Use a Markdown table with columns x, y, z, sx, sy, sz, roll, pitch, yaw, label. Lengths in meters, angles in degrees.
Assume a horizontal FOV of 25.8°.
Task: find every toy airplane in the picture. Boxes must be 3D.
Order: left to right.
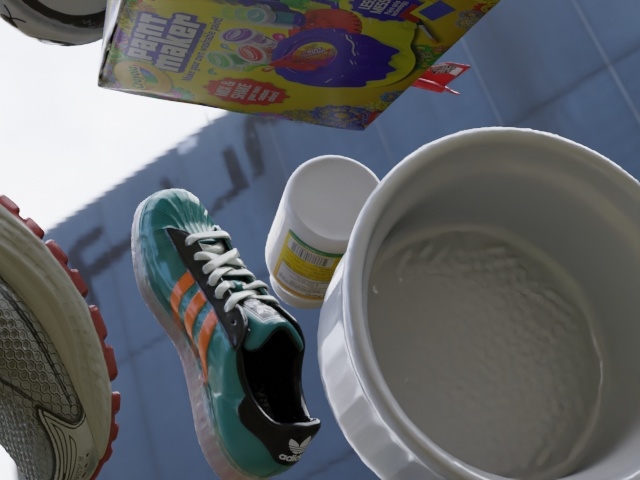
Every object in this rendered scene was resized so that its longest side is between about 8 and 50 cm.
| x | y | z | sx | sy | sz | roll | pitch | yaw | label |
| --- | --- | --- | --- | --- | --- | --- | --- | --- | --- |
| 0.063 | -0.152 | 1.252 | 0.151 | 0.151 | 0.028 | 11 | -89 | -34 | toy airplane |

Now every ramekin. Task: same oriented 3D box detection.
| x | y | z | sx | sy | sz | roll | pitch | yaw | label |
| --- | --- | --- | --- | --- | --- | --- | --- | --- | --- |
| 0.130 | 0.069 | 1.012 | 0.277 | 0.277 | 0.135 | -4 | -20 | -19 | ramekin |

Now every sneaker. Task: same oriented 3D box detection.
| x | y | z | sx | sy | sz | roll | pitch | yaw | label |
| --- | --- | --- | --- | --- | --- | --- | --- | --- | --- |
| -0.163 | 0.012 | 0.505 | 0.225 | 0.093 | 0.088 | 50 | -36 | -13 | sneaker |
| -0.079 | 0.072 | 1.305 | 0.108 | 0.302 | 0.121 | -5 | -24 | -46 | sneaker |

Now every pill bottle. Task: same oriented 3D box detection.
| x | y | z | sx | sy | sz | roll | pitch | yaw | label |
| --- | --- | --- | --- | --- | --- | --- | --- | --- | --- |
| 0.000 | 0.000 | 1.601 | 0.118 | 0.117 | 0.208 | -7 | -25 | -15 | pill bottle |

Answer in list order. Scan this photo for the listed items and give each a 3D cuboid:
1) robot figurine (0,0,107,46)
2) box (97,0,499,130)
| x | y | z | sx | sy | sz | roll | pitch | yaw | label |
| --- | --- | --- | --- | --- | --- | --- | --- | --- | --- |
| -0.200 | -0.286 | 1.225 | 0.174 | 0.209 | 0.278 | -5 | -20 | -38 | robot figurine |
| -0.008 | -0.239 | 0.754 | 0.177 | 0.279 | 0.290 | 9 | -12 | -13 | box |
